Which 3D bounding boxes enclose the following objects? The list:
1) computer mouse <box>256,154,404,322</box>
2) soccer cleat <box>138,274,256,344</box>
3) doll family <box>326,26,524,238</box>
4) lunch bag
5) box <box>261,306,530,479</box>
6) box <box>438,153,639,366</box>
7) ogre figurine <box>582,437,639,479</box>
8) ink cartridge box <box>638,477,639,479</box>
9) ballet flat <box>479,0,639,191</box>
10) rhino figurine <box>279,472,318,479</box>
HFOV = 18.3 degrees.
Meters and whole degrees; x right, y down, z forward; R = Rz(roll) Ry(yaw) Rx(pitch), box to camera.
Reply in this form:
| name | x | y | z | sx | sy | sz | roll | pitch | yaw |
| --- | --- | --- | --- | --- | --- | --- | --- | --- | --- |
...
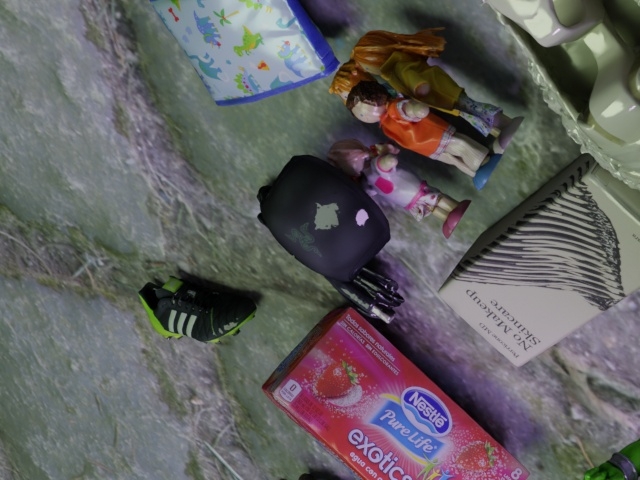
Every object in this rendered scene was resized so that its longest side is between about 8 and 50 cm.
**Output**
| name | x | y | z | sx | sy | sz | roll | pitch | yaw |
| --- | --- | --- | --- | --- | --- | --- | --- | --- | --- |
| computer mouse | 0.000 | 0.000 | 1.885 | 0.188 | 0.072 | 0.272 | 40 | 168 | 7 |
| soccer cleat | -0.141 | 0.074 | 2.205 | 0.179 | 0.060 | 0.072 | -5 | 125 | 51 |
| doll family | 0.084 | -0.110 | 1.744 | 0.163 | 0.118 | 0.263 | 31 | 164 | 2 |
| lunch bag | -0.060 | -0.197 | 1.773 | 0.151 | 0.096 | 0.129 | 1 | 131 | 57 |
| box | 0.074 | 0.195 | 2.041 | 0.257 | 0.122 | 0.128 | 43 | 173 | -3 |
| box | 0.222 | 0.004 | 1.730 | 0.113 | 0.094 | 0.275 | 42 | 146 | -2 |
| ogre figurine | 0.358 | 0.231 | 1.839 | 0.197 | 0.118 | 0.097 | 11 | 138 | 37 |
| ink cartridge box | 0.344 | 0.351 | 1.956 | 0.093 | 0.160 | 0.219 | 2 | 130 | 43 |
| ballet flat | 0.198 | -0.154 | 1.508 | 0.409 | 0.147 | 0.147 | 48 | 146 | -11 |
| rhino figurine | 0.027 | 0.372 | 2.374 | 0.106 | 0.073 | 0.243 | 17 | 142 | 36 |
